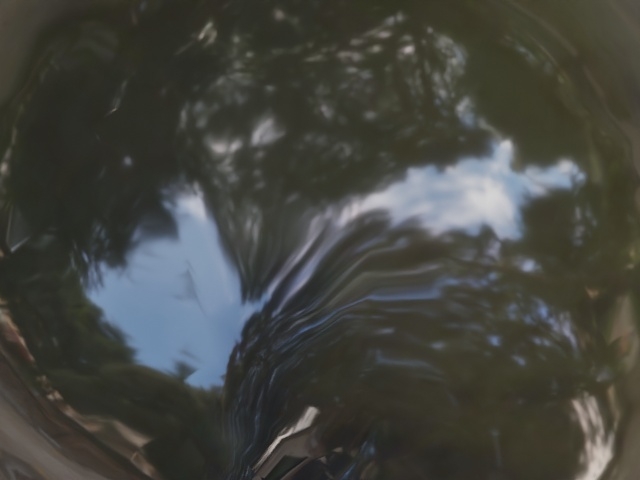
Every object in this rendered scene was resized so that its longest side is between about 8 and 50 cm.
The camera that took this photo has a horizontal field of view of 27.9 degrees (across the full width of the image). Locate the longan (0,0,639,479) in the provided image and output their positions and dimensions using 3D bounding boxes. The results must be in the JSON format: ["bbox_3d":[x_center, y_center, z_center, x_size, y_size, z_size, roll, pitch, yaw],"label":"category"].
[{"bbox_3d":[0.000,0.000,0.468,0.319,0.319,0.319,2,112,4],"label":"longan"}]
